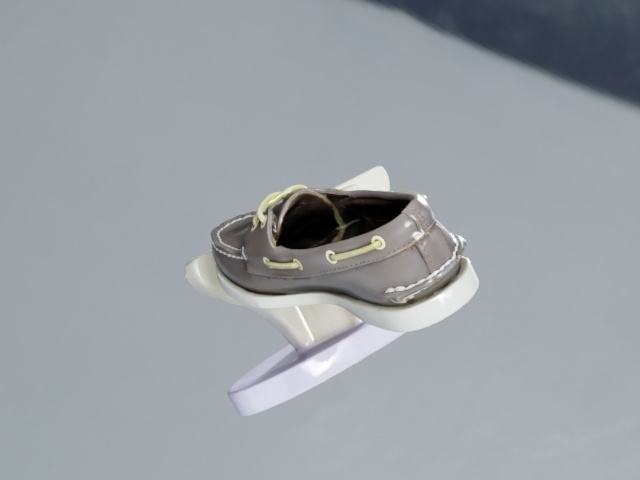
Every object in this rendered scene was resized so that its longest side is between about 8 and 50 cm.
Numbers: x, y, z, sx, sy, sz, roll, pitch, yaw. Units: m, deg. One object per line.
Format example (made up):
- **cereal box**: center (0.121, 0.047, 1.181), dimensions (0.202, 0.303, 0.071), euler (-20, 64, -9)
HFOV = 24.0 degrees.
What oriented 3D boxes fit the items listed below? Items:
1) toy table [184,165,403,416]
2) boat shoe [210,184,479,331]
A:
- **toy table**: center (-0.004, 0.044, 1.536), dimensions (0.252, 0.274, 0.161), euler (-23, -85, 47)
- **boat shoe**: center (0.000, 0.000, 1.286), dimensions (0.324, 0.116, 0.097), euler (10, -47, 55)
